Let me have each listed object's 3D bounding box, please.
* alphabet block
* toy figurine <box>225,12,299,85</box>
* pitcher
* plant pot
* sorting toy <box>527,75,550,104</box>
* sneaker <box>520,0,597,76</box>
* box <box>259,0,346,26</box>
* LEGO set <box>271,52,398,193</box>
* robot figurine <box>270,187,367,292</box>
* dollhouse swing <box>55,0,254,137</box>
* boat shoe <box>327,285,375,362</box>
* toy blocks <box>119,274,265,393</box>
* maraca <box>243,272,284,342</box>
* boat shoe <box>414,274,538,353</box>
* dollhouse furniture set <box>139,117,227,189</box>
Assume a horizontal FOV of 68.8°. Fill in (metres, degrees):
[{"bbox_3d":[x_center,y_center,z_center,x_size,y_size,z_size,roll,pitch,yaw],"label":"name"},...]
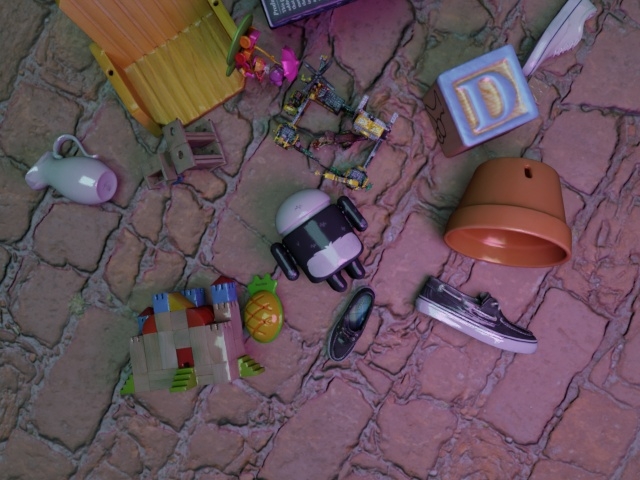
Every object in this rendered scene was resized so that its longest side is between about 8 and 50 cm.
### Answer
[{"bbox_3d":[0.391,-0.338,1.176,0.193,0.197,0.192,-21,92,2],"label":"alphabet block"},{"bbox_3d":[-0.134,-0.431,1.139,0.159,0.173,0.130,27,53,-9],"label":"toy figurine"},{"bbox_3d":[-0.649,-0.192,1.252,0.207,0.125,0.178,15,77,12],"label":"pitcher"},{"bbox_3d":[0.471,-0.071,1.158,0.290,0.291,0.204,16,76,1],"label":"plant pot"},{"bbox_3d":[0.573,-0.392,1.261,0.062,0.012,0.083,31,89,-5],"label":"sorting toy"},{"bbox_3d":[0.623,-0.526,1.215,0.091,0.094,0.258,37,92,4],"label":"sneaker"},{"bbox_3d":[0.030,-0.667,1.099,0.395,0.293,0.212,-18,114,2],"label":"box"},{"bbox_3d":[0.038,-0.282,1.188,0.331,0.192,0.255,39,92,0],"label":"LEGO set"},{"bbox_3d":[0.001,-0.001,1.213,0.173,0.209,0.278,-33,92,44],"label":"robot figurine"},{"bbox_3d":[-0.383,-0.487,1.136,0.346,0.305,0.315,-32,91,1],"label":"dollhouse swing"},{"bbox_3d":[0.086,0.231,1.263,0.080,0.076,0.229,30,92,0],"label":"boat shoe"},{"bbox_3d":[-0.354,0.241,1.221,0.381,0.190,0.261,-12,85,18],"label":"toy blocks"},{"bbox_3d":[-0.153,0.182,1.257,0.127,0.099,0.186,-12,76,30],"label":"maraca"},{"bbox_3d":[0.422,0.192,1.231,0.335,0.121,0.119,22,97,2],"label":"boat shoe"},{"bbox_3d":[-0.376,-0.231,1.253,0.183,0.129,0.129,-18,91,32],"label":"dollhouse furniture set"}]
